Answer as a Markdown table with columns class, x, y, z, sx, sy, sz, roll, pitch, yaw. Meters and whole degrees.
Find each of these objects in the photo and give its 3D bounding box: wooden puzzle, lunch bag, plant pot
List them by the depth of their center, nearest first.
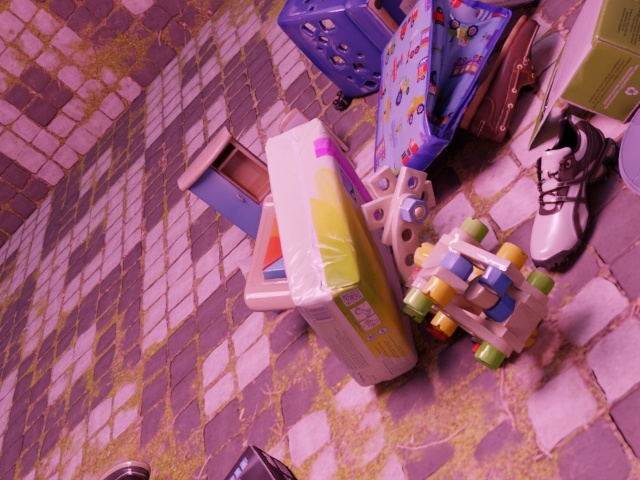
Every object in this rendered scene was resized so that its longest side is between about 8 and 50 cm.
| class | x | y | z | sx | sy | sz | roll | pitch | yaw |
| --- | --- | --- | --- | --- | --- | --- | --- | --- | --- |
| lunch bag | 0.155 | -0.205 | 1.398 | 0.221 | 0.138 | 0.293 | 132 | 158 | -64 |
| wooden puzzle | 0.000 | 0.000 | 1.431 | 0.221 | 0.044 | 0.238 | -6 | 46 | 13 |
| plant pot | 0.101 | -0.428 | 1.708 | 0.212 | 0.236 | 0.236 | 3 | 59 | 50 |

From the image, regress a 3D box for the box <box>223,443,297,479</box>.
| class | x | y | z | sx | sy | sz | roll | pitch | yaw |
| --- | --- | --- | --- | --- | --- | --- | --- | --- | --- |
| box | -0.115 | 0.443 | 1.143 | 0.307 | 0.076 | 0.242 | -53 | 27 | -1 |

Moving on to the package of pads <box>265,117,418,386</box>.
| class | x | y | z | sx | sy | sz | roll | pitch | yaw |
| --- | --- | --- | --- | --- | --- | --- | --- | --- | --- |
| package of pads | 0.027 | 0.020 | 1.222 | 0.101 | 0.229 | 0.296 | -22 | 48 | 12 |

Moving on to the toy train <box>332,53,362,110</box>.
| class | x | y | z | sx | sy | sz | roll | pitch | yaw |
| --- | --- | --- | --- | --- | --- | --- | --- | --- | --- |
| toy train | 0.068 | -0.326 | 1.847 | 0.036 | 0.027 | 0.158 | -5 | 53 | 51 |

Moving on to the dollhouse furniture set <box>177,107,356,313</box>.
| class | x | y | z | sx | sy | sz | roll | pitch | yaw |
| --- | --- | --- | --- | --- | --- | --- | --- | --- | --- |
| dollhouse furniture set | -0.078 | -0.080 | 1.589 | 0.286 | 0.198 | 0.303 | -48 | 28 | 8 |

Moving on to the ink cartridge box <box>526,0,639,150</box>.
| class | x | y | z | sx | sy | sz | roll | pitch | yaw |
| --- | --- | --- | --- | --- | --- | --- | --- | --- | --- |
| ink cartridge box | 0.375 | -0.239 | 1.215 | 0.255 | 0.097 | 0.188 | 105 | -173 | -63 |

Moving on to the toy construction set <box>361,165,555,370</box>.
| class | x | y | z | sx | sy | sz | roll | pitch | yaw |
| --- | --- | --- | --- | --- | --- | --- | --- | --- | --- |
| toy construction set | 0.145 | 0.037 | 1.083 | 0.151 | 0.215 | 0.327 | -48 | 27 | 6 |

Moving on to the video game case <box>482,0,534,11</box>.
| class | x | y | z | sx | sy | sz | roll | pitch | yaw |
| --- | --- | --- | --- | --- | --- | --- | --- | --- | --- |
| video game case | 0.265 | -0.367 | 1.499 | 0.166 | 0.015 | 0.119 | -23 | 4 | -41 |

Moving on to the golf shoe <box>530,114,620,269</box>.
| class | x | y | z | sx | sy | sz | roll | pitch | yaw |
| --- | --- | --- | --- | --- | --- | --- | --- | --- | --- |
| golf shoe | 0.287 | -0.062 | 1.121 | 0.077 | 0.094 | 0.198 | -5 | 54 | 54 |

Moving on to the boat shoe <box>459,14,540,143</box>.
| class | x | y | z | sx | sy | sz | roll | pitch | yaw |
| --- | --- | --- | --- | --- | --- | --- | --- | --- | --- |
| boat shoe | 0.283 | -0.237 | 1.371 | 0.207 | 0.073 | 0.073 | -62 | -13 | -11 |

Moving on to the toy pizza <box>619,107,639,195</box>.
| class | x | y | z | sx | sy | sz | roll | pitch | yaw |
| --- | --- | --- | --- | --- | --- | --- | --- | --- | --- |
| toy pizza | 0.431 | -0.123 | 1.039 | 0.201 | 0.032 | 0.201 | -37 | 32 | 28 |

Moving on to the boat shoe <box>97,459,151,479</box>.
| class | x | y | z | sx | sy | sz | roll | pitch | yaw |
| --- | --- | --- | --- | --- | --- | --- | --- | --- | --- |
| boat shoe | -0.349 | 0.448 | 1.506 | 0.223 | 0.080 | 0.073 | -47 | 33 | 21 |
